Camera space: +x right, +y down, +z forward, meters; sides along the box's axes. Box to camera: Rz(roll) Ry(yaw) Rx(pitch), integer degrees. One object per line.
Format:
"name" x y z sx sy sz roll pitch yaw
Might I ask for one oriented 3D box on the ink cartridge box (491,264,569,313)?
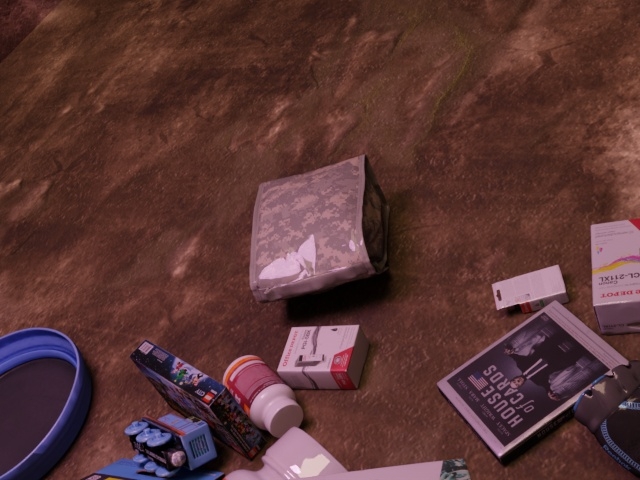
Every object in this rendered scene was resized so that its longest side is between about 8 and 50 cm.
"ink cartridge box" 0.346 0.086 1.447 0.115 0.029 0.063 -18 41 16

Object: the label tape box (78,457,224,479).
"label tape box" -0.337 0.455 1.371 0.240 0.106 0.333 -1 6 31

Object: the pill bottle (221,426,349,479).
"pill bottle" -0.109 0.454 1.171 0.392 0.224 0.224 -44 41 -17

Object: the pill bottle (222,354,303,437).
"pill bottle" -0.096 0.264 1.478 0.086 0.086 0.152 -40 39 -13

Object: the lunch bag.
"lunch bag" 0.000 0.000 1.643 0.235 0.169 0.287 -14 37 18

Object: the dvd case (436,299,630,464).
"dvd case" 0.319 0.209 1.330 0.238 0.029 0.179 -34 38 -6

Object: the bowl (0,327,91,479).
"bowl" -0.625 0.347 1.722 0.391 0.077 0.391 -17 41 15

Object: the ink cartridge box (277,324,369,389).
"ink cartridge box" 0.005 0.201 1.509 0.135 0.056 0.099 -5 46 26

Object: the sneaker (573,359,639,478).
"sneaker" 0.513 0.188 1.192 0.341 0.125 0.140 -33 65 -8

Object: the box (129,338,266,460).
"box" -0.209 0.268 1.485 0.233 0.159 0.044 20 58 44

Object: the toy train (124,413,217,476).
"toy train" -0.256 0.340 1.481 0.105 0.080 0.184 -20 11 -32

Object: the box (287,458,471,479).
"box" 0.094 0.405 0.991 0.232 0.058 0.322 -5 43 -9

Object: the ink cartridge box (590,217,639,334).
"ink cartridge box" 0.491 0.052 1.359 0.127 0.072 0.175 -9 43 23
